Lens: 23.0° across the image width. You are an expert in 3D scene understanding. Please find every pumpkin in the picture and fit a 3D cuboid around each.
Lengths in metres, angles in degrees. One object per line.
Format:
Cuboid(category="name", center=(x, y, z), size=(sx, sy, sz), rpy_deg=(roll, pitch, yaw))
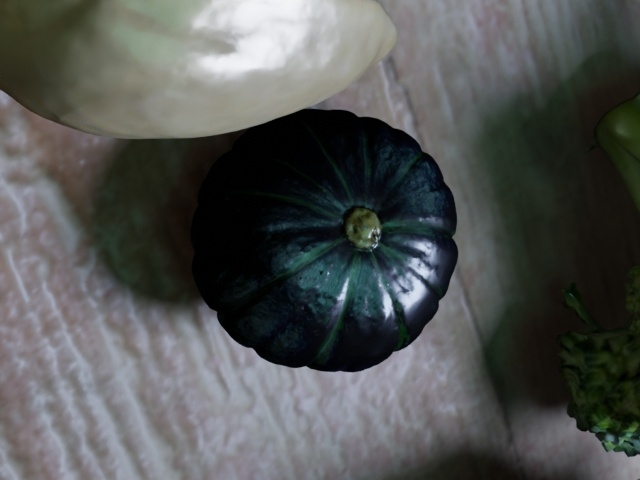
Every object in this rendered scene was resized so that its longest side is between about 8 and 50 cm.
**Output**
Cuboid(category="pumpkin", center=(0.003, -0.002, 1.109), size=(0.194, 0.150, 0.194), rpy_deg=(-7, 100, -38))

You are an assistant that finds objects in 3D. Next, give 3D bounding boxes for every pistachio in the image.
Cuboid(category="pistachio", center=(-0.087, -0.153, 0.997), size=(0.299, 0.187, 0.187), rpy_deg=(-4, 108, -39))

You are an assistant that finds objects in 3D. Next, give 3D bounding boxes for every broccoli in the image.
Cuboid(category="broccoli", center=(0.363, 0.018, 1.258), size=(0.277, 0.338, 0.317), rpy_deg=(-17, 100, -38))

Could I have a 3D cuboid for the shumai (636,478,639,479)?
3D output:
Cuboid(category="shumai", center=(0.338, 0.359, 1.292), size=(0.348, 0.395, 0.395), rpy_deg=(-6, 109, -29))
